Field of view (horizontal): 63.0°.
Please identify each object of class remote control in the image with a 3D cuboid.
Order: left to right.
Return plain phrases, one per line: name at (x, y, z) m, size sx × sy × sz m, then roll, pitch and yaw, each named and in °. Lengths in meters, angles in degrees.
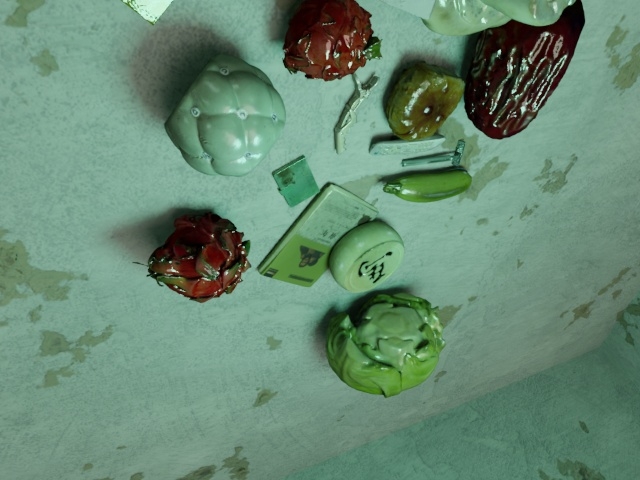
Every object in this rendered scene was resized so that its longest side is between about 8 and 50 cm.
remote control at (0.247, -0.274, 1.465) m, size 0.229 × 0.044 × 0.073 m, roll -8°, pitch 167°, yaw -18°

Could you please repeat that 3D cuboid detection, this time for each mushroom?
mushroom at (0.344, -0.544, 1.050) m, size 0.314 × 0.336 × 0.314 m, roll -22°, pitch 135°, yaw -23°

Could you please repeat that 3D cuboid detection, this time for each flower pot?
flower pot at (-0.190, -0.248, 1.074) m, size 0.195 × 0.246 × 0.246 m, roll 35°, pitch 108°, yaw -21°

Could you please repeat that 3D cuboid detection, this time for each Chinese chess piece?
Chinese chess piece at (0.148, 0.056, 1.658) m, size 0.250 × 0.101 × 0.250 m, roll -23°, pitch 144°, yaw -18°

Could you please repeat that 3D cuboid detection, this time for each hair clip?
hair clip at (0.071, -0.319, 1.322) m, size 0.072 × 0.034 × 0.226 m, roll 6°, pitch 128°, yaw -31°

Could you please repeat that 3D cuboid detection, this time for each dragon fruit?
dragon fruit at (-0.315, 0.041, 1.294) m, size 0.293 × 0.234 × 0.233 m, roll 5°, pitch 126°, yaw -41°
dragon fruit at (0.019, -0.422, 1.088) m, size 0.210 × 0.172 × 0.172 m, roll -8°, pitch 137°, yaw 2°

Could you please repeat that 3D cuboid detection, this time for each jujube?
jujube at (0.498, -0.449, 1.315) m, size 0.258 × 0.258 × 0.376 m, roll -3°, pitch 138°, yaw -30°

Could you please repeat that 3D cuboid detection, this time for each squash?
squash at (0.325, -0.161, 1.593) m, size 0.341 × 0.094 × 0.094 m, roll -10°, pitch 134°, yaw -27°

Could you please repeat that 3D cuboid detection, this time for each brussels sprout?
brussels sprout at (0.229, 0.396, 1.874) m, size 0.425 × 0.342 × 0.361 m, roll -12°, pitch 134°, yaw -22°

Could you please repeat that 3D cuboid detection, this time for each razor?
razor at (0.339, -0.242, 1.560) m, size 0.211 × 0.036 × 0.084 m, roll -14°, pitch 133°, yaw -21°

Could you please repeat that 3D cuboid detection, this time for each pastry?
pastry at (0.268, -0.362, 1.351) m, size 0.218 × 0.100 × 0.229 m, roll -38°, pitch 140°, yaw 6°

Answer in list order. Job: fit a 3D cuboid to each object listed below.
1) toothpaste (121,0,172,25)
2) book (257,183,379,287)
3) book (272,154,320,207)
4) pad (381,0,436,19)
toothpaste at (-0.235, -0.531, 0.906) m, size 0.313 × 0.071 × 0.089 m, roll -45°, pitch 141°, yaw 13°
book at (0.000, 0.000, 1.585) m, size 0.239 × 0.035 × 0.352 m, roll 21°, pitch 117°, yaw -46°
book at (-0.066, -0.154, 1.408) m, size 0.103 × 0.017 × 0.135 m, roll -30°, pitch 139°, yaw -4°
pad at (0.143, -0.549, 1.023) m, size 0.004 × 0.232 × 0.156 m, roll -39°, pitch 154°, yaw -50°
